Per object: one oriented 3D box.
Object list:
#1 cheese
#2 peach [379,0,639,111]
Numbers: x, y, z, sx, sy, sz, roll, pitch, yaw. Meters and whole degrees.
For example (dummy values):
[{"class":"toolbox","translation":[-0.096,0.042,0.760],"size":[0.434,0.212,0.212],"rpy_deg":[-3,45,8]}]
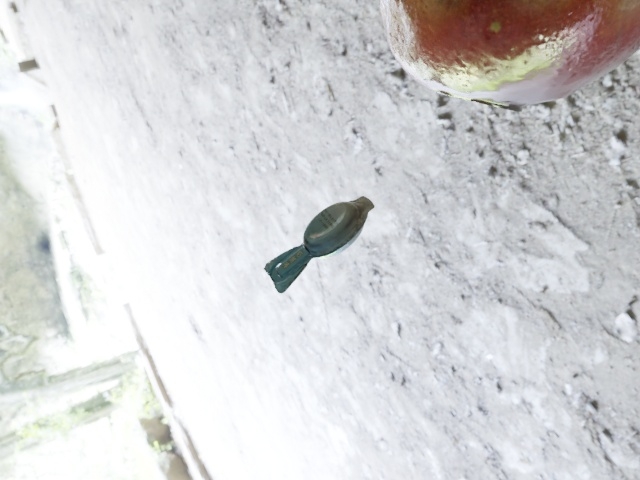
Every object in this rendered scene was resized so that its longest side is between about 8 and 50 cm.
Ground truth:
[{"class":"cheese","translation":[0.000,0.000,1.227],"size":[0.052,0.245,0.135],"rpy_deg":[50,180,-31]},{"class":"peach","translation":[0.254,-0.330,0.852],"size":[0.406,0.335,0.309],"rpy_deg":[26,105,57]}]
